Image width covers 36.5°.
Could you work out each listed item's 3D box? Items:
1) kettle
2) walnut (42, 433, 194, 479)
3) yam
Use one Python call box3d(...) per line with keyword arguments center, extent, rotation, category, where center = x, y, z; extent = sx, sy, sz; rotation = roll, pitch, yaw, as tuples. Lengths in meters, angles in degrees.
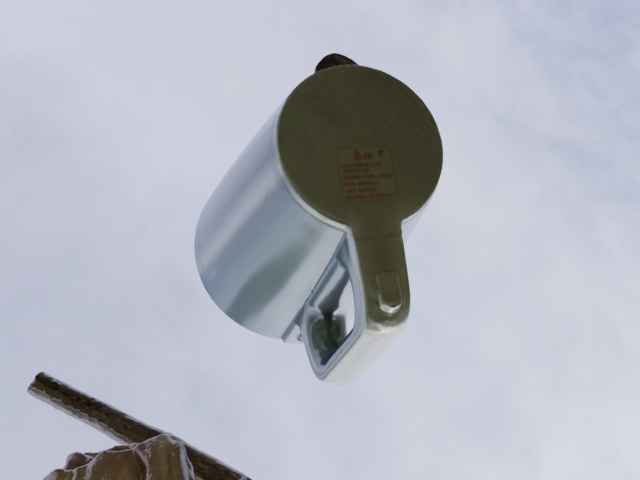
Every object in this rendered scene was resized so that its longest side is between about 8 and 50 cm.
box3d(center=(0.000, 0.000, 0.716), extent=(0.159, 0.243, 0.211), rotation=(0, -106, -14), category="kettle")
box3d(center=(-0.214, 0.297, 0.960), extent=(0.141, 0.238, 0.204), rotation=(9, -108, -22), category="walnut")
box3d(center=(-0.229, 0.239, 1.198), extent=(0.326, 0.045, 0.045), rotation=(22, -148, 23), category="yam")
